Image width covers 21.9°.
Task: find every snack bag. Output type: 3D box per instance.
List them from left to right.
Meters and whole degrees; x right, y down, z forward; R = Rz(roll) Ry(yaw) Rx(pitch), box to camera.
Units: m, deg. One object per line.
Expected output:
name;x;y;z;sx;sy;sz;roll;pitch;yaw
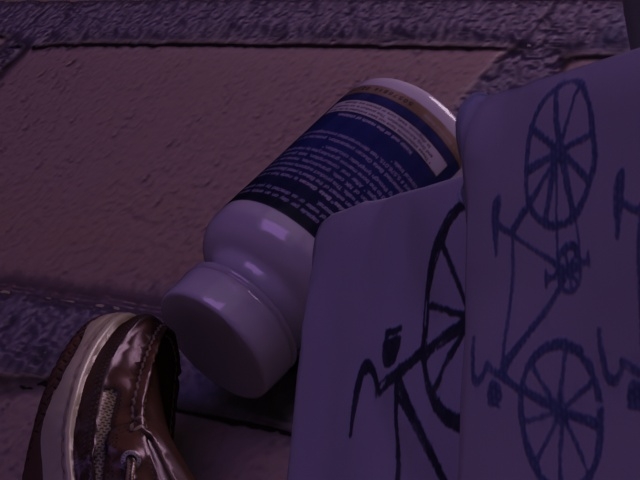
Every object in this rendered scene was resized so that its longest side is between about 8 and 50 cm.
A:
snack bag;0.035;0.120;0.384;0.037;0.323;0.342;8;-7;-18

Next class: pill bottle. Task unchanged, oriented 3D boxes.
pill bottle;0.000;0.000;0.845;0.094;0.094;0.169;13;47;44

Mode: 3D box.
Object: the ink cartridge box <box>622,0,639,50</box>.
ink cartridge box;0.169;0.085;0.394;0.071;0.330;0.324;-18;32;-3

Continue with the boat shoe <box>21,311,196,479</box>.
boat shoe;-0.079;0.133;0.724;0.095;0.095;0.257;-1;42;10
